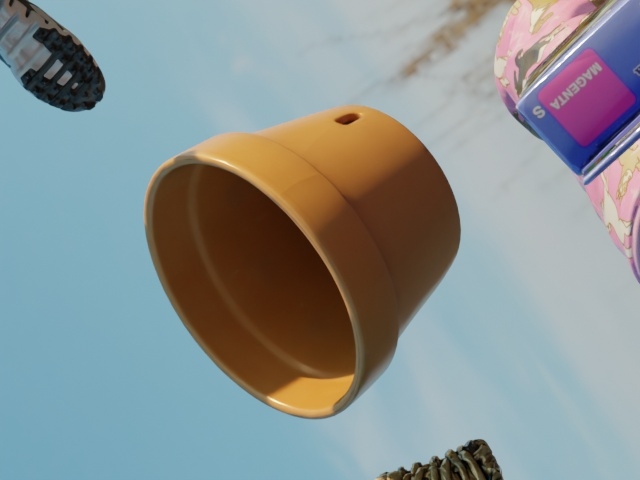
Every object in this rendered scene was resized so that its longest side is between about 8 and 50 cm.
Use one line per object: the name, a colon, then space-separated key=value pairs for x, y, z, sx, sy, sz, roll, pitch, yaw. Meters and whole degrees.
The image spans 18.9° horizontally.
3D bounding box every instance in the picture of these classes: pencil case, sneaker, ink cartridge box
pencil case: x=0.260 y=-0.086 z=1.542 sx=0.386 sy=0.160 sz=0.167 roll=-116 pitch=26 yaw=-61
sneaker: x=-0.315 y=-0.223 z=1.988 sx=0.234 sy=0.078 sz=0.106 roll=36 pitch=-162 yaw=-33
ink cartridge box: x=0.199 y=-0.127 z=1.111 sx=0.065 sy=0.186 sz=0.311 roll=46 pitch=-168 yaw=-3

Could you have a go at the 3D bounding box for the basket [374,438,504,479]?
basket: x=0.116 y=0.352 z=1.923 sx=0.299 sy=0.223 sz=0.213 roll=61 pitch=-174 yaw=-51

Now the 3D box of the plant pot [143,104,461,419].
plant pot: x=0.000 y=0.000 z=1.874 sx=0.203 sy=0.291 sz=0.291 roll=-35 pitch=-90 yaw=-33
